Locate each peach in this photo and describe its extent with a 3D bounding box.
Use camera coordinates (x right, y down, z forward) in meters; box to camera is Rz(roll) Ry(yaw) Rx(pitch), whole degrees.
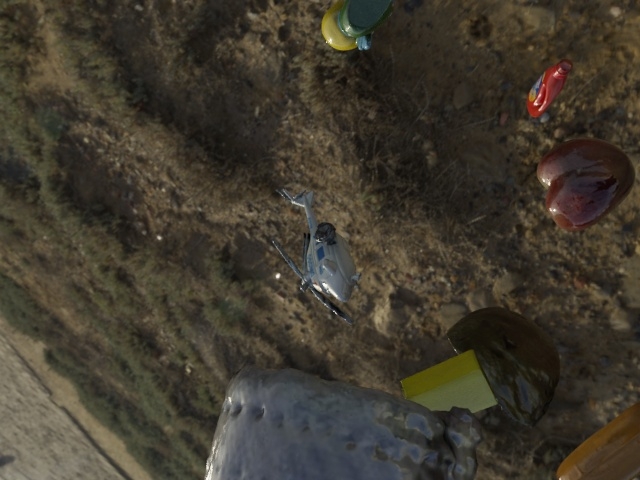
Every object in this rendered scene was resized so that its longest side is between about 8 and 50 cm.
[{"bbox_3d":[0.444,-0.101,0.941,0.152,0.152,0.152,17,134,19],"label":"peach"}]

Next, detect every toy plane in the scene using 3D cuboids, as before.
[{"bbox_3d":[0.007,0.004,0.967,0.107,0.273,0.182,-36,116,21],"label":"toy plane"}]

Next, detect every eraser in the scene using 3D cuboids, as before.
[{"bbox_3d":[0.195,0.229,0.859,0.122,0.045,0.097,-26,128,11],"label":"eraser"}]

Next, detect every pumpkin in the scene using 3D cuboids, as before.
[{"bbox_3d":[0.353,0.195,1.122,0.169,0.312,0.148,40,101,-26],"label":"pumpkin"}]

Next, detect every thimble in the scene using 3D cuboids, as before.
[{"bbox_3d":[0.013,0.209,0.498,0.217,0.157,0.246,26,158,-37],"label":"thimble"}]

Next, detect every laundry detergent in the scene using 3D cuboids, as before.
[{"bbox_3d":[0.503,-0.339,1.236,0.049,0.097,0.165,13,169,4],"label":"laundry detergent"}]

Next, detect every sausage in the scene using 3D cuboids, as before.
[{"bbox_3d":[0.613,0.399,1.115,0.112,0.112,0.328,38,110,-3],"label":"sausage"}]

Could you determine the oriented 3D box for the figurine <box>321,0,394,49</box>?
[{"bbox_3d":[0.090,-0.524,1.282,0.127,0.234,0.185,32,93,-8],"label":"figurine"}]
